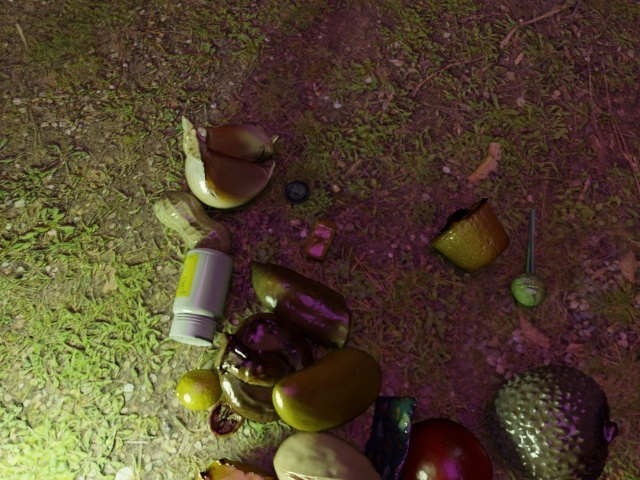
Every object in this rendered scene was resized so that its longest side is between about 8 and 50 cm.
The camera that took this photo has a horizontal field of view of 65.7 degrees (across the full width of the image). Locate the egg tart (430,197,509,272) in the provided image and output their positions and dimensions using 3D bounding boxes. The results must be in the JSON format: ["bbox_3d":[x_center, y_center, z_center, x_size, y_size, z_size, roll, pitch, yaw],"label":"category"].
[{"bbox_3d":[0.436,-0.013,1.443,0.215,0.215,0.171,-39,87,-13],"label":"egg tart"}]

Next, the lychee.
[{"bbox_3d":[0.564,0.448,1.210,0.300,0.300,0.300,-1,68,2],"label":"lychee"}]

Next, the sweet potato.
[{"bbox_3d":[-0.070,0.171,1.403,0.370,0.158,0.157,28,71,10],"label":"sweet potato"}]

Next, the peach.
[{"bbox_3d":[0.289,0.552,1.193,0.199,0.243,0.243,39,68,-29],"label":"peach"}]

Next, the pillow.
[{"bbox_3d":[0.164,0.514,1.238,0.034,0.189,0.255,26,67,-15],"label":"pillow"}]

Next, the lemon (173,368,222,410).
[{"bbox_3d":[-0.328,0.402,1.337,0.133,0.109,0.109,-3,67,-15],"label":"lemon"}]

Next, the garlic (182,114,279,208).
[{"bbox_3d":[-0.292,-0.254,1.548,0.286,0.313,0.249,53,122,26],"label":"garlic"}]

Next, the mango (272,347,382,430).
[{"bbox_3d":[0.026,0.386,1.261,0.332,0.142,0.195,-14,109,-36],"label":"mango"}]

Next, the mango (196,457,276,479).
[{"bbox_3d":[-0.185,0.633,1.226,0.252,0.126,0.154,30,80,12],"label":"mango"}]

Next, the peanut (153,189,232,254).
[{"bbox_3d":[-0.386,-0.056,1.516,0.298,0.136,0.120,39,34,15],"label":"peanut"}]

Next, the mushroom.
[{"bbox_3d":[-0.155,0.321,1.290,0.195,0.283,0.263,18,71,45],"label":"mushroom"}]

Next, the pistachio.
[{"bbox_3d":[0.010,0.565,1.190,0.299,0.187,0.187,0,61,45],"label":"pistachio"}]

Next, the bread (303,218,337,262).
[{"bbox_3d":[0.000,0.000,1.520,0.074,0.053,0.132,22,72,11],"label":"bread"}]

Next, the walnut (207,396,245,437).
[{"bbox_3d":[-0.252,0.470,1.334,0.091,0.052,0.121,41,70,-3],"label":"walnut"}]

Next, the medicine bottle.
[{"bbox_3d":[-0.340,0.161,1.418,0.143,0.143,0.258,6,68,4],"label":"medicine bottle"}]

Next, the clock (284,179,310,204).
[{"bbox_3d":[-0.076,-0.155,1.606,0.085,0.017,0.085,-1,68,1],"label":"clock"}]

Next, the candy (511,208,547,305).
[{"bbox_3d":[0.630,0.040,1.481,0.093,0.092,0.335,-8,53,39],"label":"candy"}]
